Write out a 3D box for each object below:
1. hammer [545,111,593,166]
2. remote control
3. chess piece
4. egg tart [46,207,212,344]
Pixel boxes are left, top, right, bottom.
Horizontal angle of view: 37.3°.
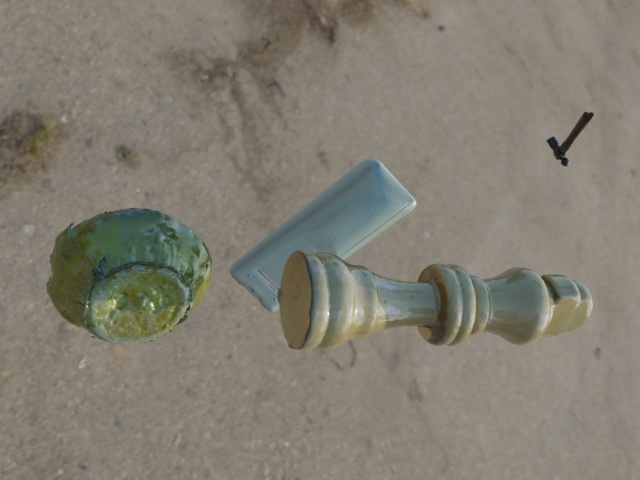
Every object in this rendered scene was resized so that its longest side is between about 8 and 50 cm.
[{"bbox_3d":[0.472,-0.200,1.781,0.021,0.178,0.065,-27,74,-14],"label":"hammer"},{"bbox_3d":[0.000,0.000,1.383,0.103,0.293,0.051,45,24,-18],"label":"remote control"},{"bbox_3d":[0.154,0.077,1.142,0.397,0.117,0.117,3,59,-20],"label":"chess piece"},{"bbox_3d":[-0.212,0.049,1.085,0.197,0.197,0.078,29,22,-40],"label":"egg tart"}]
